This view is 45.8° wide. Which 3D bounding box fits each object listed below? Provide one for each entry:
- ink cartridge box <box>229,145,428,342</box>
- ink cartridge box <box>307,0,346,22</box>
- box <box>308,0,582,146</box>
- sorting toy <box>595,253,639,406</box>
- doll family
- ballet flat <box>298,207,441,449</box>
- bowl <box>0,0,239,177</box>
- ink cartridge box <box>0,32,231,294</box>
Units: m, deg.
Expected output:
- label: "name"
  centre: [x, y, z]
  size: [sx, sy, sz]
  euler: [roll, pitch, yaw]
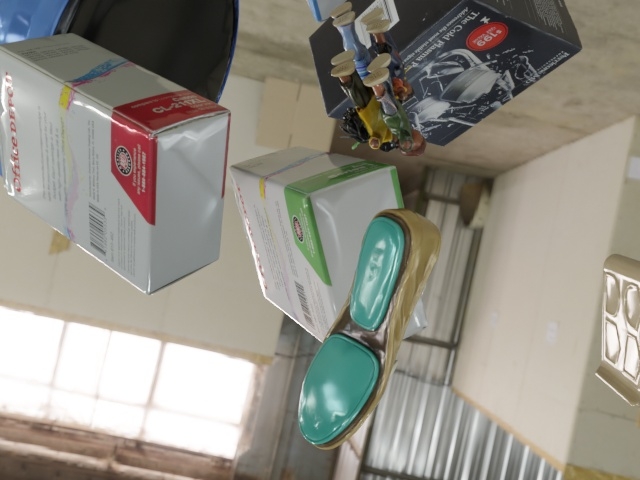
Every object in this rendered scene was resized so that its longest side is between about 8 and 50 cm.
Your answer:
- label: "ink cartridge box"
  centre: [0.000, 0.000, 0.948]
  size: [0.117, 0.202, 0.278]
  euler: [-20, -161, -19]
- label: "ink cartridge box"
  centre: [-0.001, -0.590, 1.475]
  size: [0.129, 0.223, 0.307]
  euler: [-19, -145, 2]
- label: "box"
  centre: [0.213, -0.346, 1.335]
  size: [0.312, 0.179, 0.343]
  euler: [6, 152, -39]
- label: "sorting toy"
  centre: [0.527, 0.151, 1.250]
  size: [0.041, 0.229, 0.307]
  euler: [3, -174, 2]
- label: "doll family"
  centre: [0.053, -0.141, 0.702]
  size: [0.076, 0.193, 0.111]
  euler: [-17, 132, 22]
- label: "ballet flat"
  centre: [0.051, 0.083, 0.673]
  size: [0.073, 0.232, 0.080]
  euler: [2, -155, -47]
- label: "bowl"
  centre: [-0.227, -0.211, 0.899]
  size: [0.077, 0.391, 0.391]
  euler: [26, 180, 17]
- label: "ink cartridge box"
  centre: [-0.155, -0.063, 0.555]
  size: [0.175, 0.128, 0.072]
  euler: [30, -142, 28]
